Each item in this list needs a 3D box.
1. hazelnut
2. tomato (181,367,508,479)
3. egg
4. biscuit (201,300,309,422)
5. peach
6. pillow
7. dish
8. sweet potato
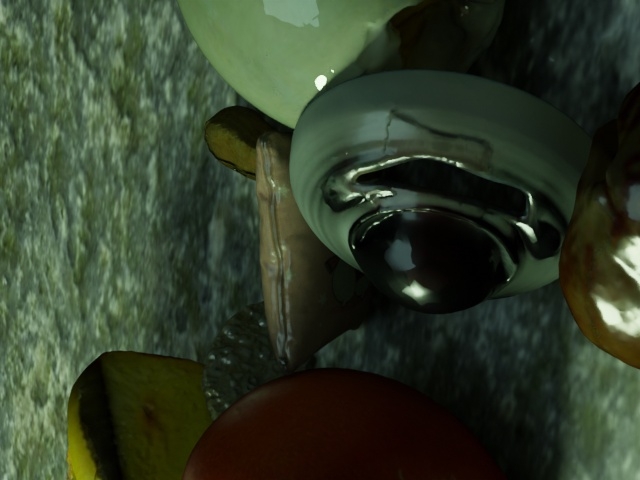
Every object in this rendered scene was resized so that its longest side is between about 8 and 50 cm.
[{"bbox_3d":[0.279,-0.010,1.081,0.217,0.217,0.251,54,132,32],"label":"hazelnut"},{"bbox_3d":[0.010,0.274,1.371,0.321,0.321,0.321,10,102,50],"label":"tomato"},{"bbox_3d":[0.002,-0.256,1.335,0.336,0.278,0.278,55,133,29],"label":"egg"},{"bbox_3d":[-0.050,0.173,1.574,0.250,0.133,0.032,56,149,29],"label":"biscuit"},{"bbox_3d":[-0.159,0.310,1.647,0.306,0.242,0.380,-133,41,-59],"label":"peach"},{"bbox_3d":[0.000,0.000,1.432,0.084,0.236,0.223,2,97,23],"label":"pillow"},{"bbox_3d":[0.097,-0.006,1.233,0.273,0.273,0.134,-32,37,49],"label":"dish"},{"bbox_3d":[-0.046,-0.077,1.594,0.233,0.062,0.081,43,142,35],"label":"sweet potato"}]
